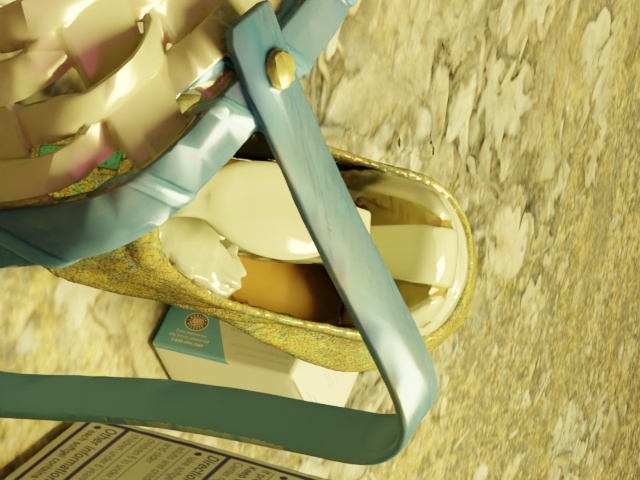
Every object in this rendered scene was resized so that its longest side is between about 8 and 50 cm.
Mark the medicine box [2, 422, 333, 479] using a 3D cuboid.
[{"bbox_3d":[-0.057,0.227,0.820,0.263,0.289,0.149,-38,136,-57],"label":"medicine box"}]

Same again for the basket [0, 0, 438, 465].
[{"bbox_3d":[-0.109,-0.047,0.614,0.201,0.255,0.289,-55,131,-38],"label":"basket"}]

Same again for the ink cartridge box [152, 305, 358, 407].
[{"bbox_3d":[-0.021,0.033,1.064,0.090,0.092,0.143,68,39,-53],"label":"ink cartridge box"}]

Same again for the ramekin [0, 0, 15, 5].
[{"bbox_3d":[-0.070,-0.223,0.757,0.273,0.127,0.273,13,90,-67],"label":"ramekin"}]

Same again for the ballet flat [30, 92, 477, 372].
[{"bbox_3d":[0.000,0.000,0.917,0.348,0.123,0.123,16,87,-46],"label":"ballet flat"}]
